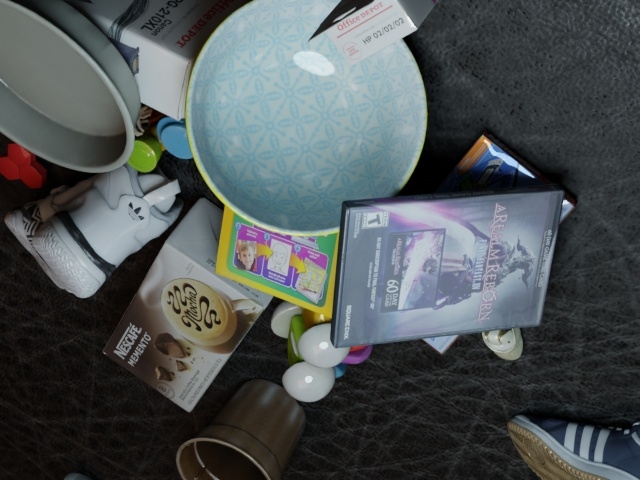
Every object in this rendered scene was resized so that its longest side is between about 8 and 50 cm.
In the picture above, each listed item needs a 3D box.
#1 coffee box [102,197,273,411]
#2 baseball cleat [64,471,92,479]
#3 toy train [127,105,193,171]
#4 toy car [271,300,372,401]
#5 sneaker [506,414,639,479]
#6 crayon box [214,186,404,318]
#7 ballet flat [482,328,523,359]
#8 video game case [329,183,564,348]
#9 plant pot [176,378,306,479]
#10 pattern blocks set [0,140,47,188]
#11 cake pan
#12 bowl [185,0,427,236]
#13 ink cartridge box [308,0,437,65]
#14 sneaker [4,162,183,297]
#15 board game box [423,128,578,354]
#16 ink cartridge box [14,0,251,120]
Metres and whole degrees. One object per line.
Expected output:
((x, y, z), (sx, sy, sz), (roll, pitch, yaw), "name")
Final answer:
((-0.184, 0.099, 1.981), (0.168, 0.119, 0.297), (35, 135, -2), "coffee box")
((-0.376, 0.489, 2.460), (0.109, 0.072, 0.206), (-25, 116, 26), "baseball cleat")
((-0.214, -0.140, 1.785), (0.248, 0.143, 0.105), (-20, 114, 39), "toy train")
((0.014, 0.130, 1.898), (0.136, 0.159, 0.182), (2, 137, -19), "toy car")
((0.391, 0.278, 1.832), (0.282, 0.153, 0.099), (25, 147, 54), "sneaker")
((0.000, 0.000, 1.741), (0.278, 0.081, 0.165), (20, 108, 32), "crayon box")
((0.231, 0.105, 1.797), (0.057, 0.052, 0.168), (2, 127, 28), "ballet flat")
((0.151, 0.031, 1.620), (0.274, 0.026, 0.196), (-5, 122, -15), "video game case")
((-0.112, 0.312, 2.083), (0.167, 0.165, 0.167), (15, 132, 18), "plant pot")
((-0.571, -0.200, 2.019), (0.285, 0.026, 0.325), (-10, 119, 34), "pattern blocks set")
((-0.338, -0.202, 1.626), (0.293, 0.054, 0.293), (23, 149, 15), "cake pan")
((-0.030, -0.148, 1.633), (0.289, 0.289, 0.156), (43, 171, -9), "bowl")
((0.071, -0.261, 1.496), (0.104, 0.181, 0.061), (-25, 111, 41), "ink cartridge box")
((-0.321, -0.035, 1.946), (0.137, 0.210, 0.366), (55, 166, -19), "sneaker")
((0.181, 0.007, 1.711), (0.145, 0.027, 0.281), (37, 120, -1), "board game box")
((-0.228, -0.273, 1.663), (0.237, 0.172, 0.100), (27, 135, 8), "ink cartridge box")
